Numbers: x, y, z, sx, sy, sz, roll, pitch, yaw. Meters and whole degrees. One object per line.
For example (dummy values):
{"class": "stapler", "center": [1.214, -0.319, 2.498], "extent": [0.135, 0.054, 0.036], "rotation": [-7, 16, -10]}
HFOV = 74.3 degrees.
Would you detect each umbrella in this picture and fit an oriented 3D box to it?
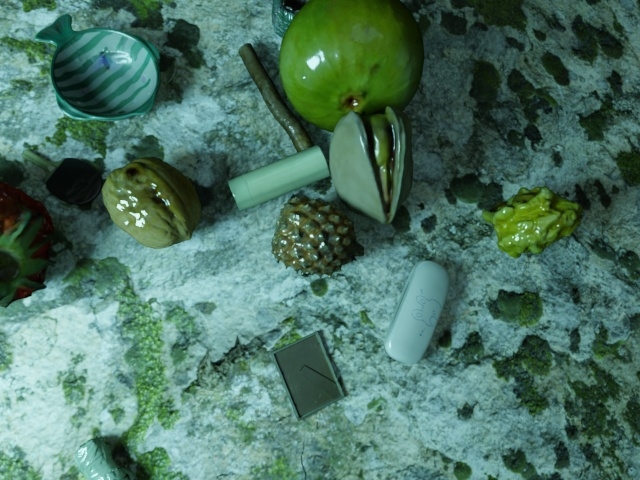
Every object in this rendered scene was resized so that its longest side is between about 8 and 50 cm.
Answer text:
{"class": "umbrella", "center": [-0.373, 0.412, 0.739], "extent": [0.143, 0.062, 0.067], "rotation": [51, 42, 1]}

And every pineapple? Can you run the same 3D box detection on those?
{"class": "pineapple", "center": [0.000, 0.000, 0.856], "extent": [0.193, 0.166, 0.166], "rotation": [16, 76, -9]}

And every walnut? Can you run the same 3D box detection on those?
{"class": "walnut", "center": [-0.310, -0.067, 0.799], "extent": [0.184, 0.155, 0.155], "rotation": [44, 73, 3]}

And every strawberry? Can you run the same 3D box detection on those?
{"class": "strawberry", "center": [-0.606, -0.004, 0.675], "extent": [0.289, 0.250, 0.238], "rotation": [17, 81, 16]}

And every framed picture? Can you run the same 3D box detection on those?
{"class": "framed picture", "center": [-0.026, 0.276, 0.869], "extent": [0.109, 0.011, 0.148], "rotation": [-21, 85, -16]}

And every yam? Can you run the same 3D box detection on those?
{"class": "yam", "center": [-0.089, -0.298, 0.947], "extent": [0.045, 0.045, 0.326], "rotation": [-28, 86, -39]}

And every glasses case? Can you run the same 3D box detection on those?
{"class": "glasses case", "center": [0.213, 0.154, 0.924], "extent": [0.092, 0.059, 0.233], "rotation": [28, 73, -5]}

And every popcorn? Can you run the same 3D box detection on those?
{"class": "popcorn", "center": [0.485, -0.049, 0.970], "extent": [0.198, 0.197, 0.155], "rotation": [-17, 82, -16]}

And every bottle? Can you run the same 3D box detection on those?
{"class": "bottle", "center": [-0.085, -0.130, 0.879], "extent": [0.202, 0.072, 0.072], "rotation": [-22, 85, -2]}

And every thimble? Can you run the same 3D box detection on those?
{"class": "thimble", "center": [-0.044, -0.530, 0.979], "extent": [0.135, 0.090, 0.118], "rotation": [-2, 77, -12]}

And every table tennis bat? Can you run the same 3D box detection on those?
{"class": "table tennis bat", "center": [-0.509, -0.131, 0.830], "extent": [0.157, 0.013, 0.086], "rotation": [32, 75, -7]}

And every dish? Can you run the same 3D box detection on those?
{"class": "dish", "center": [-0.435, -0.329, 0.852], "extent": [0.246, 0.078, 0.224], "rotation": [42, 73, -4]}

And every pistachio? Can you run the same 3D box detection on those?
{"class": "pistachio", "center": [0.105, -0.139, 0.848], "extent": [0.167, 0.288, 0.197], "rotation": [-13, 65, 4]}

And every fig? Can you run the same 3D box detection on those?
{"class": "fig", "center": [0.064, -0.388, 0.886], "extent": [0.317, 0.316, 0.315], "rotation": [3, 79, -13]}

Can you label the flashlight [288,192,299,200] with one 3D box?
{"class": "flashlight", "center": [-0.031, -0.072, 0.930], "extent": [0.083, 0.018, 0.018], "rotation": [36, 74, -5]}
